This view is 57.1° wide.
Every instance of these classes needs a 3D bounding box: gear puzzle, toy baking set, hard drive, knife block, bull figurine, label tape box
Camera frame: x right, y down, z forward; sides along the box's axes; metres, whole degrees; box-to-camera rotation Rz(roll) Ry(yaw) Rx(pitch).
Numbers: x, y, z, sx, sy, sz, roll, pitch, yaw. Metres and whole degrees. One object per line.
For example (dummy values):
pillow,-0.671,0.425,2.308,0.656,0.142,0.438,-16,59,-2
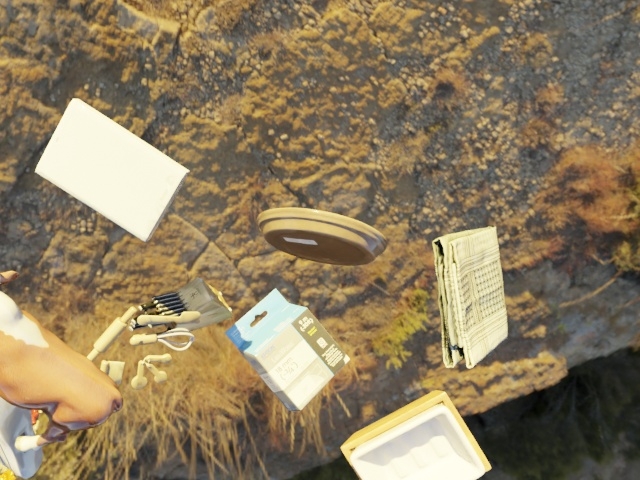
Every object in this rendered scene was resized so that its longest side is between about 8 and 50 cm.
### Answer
gear puzzle,-0.878,0.568,1.686,0.175,0.339,0.044,-27,135,29
toy baking set,-0.401,0.236,1.347,0.196,0.030,0.256,35,96,-36
hard drive,-0.493,-0.163,1.394,0.307,0.040,0.203,33,103,-3
knife block,-0.411,0.223,1.724,0.242,0.088,0.276,-35,158,-2
bull figurine,-0.405,0.155,0.764,0.188,0.101,0.310,-27,118,21
label tape box,-0.106,0.343,1.895,0.240,0.334,0.106,-41,-179,-28

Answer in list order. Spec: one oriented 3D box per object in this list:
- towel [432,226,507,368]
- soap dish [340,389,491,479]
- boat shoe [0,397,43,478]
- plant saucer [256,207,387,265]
towel,0.379,0.129,1.434,0.324,0.056,0.313,-11,96,-50
soap dish,0.229,0.515,1.433,0.290,0.118,0.229,-31,99,9
boat shoe,-0.672,0.399,1.256,0.084,0.095,0.258,9,113,18
plant saucer,0.000,0.000,1.223,0.277,0.041,0.278,11,164,3
